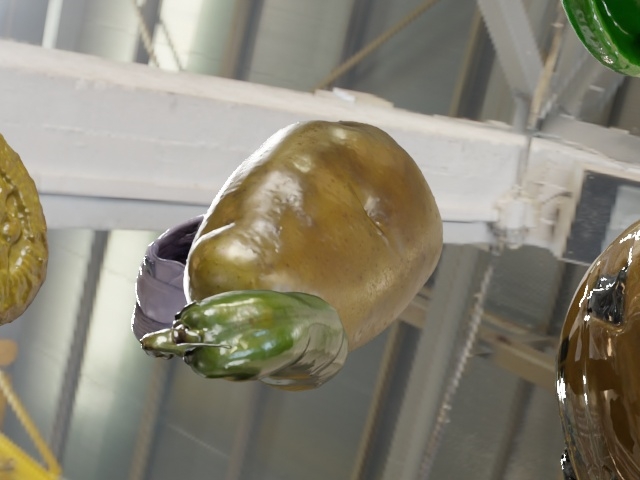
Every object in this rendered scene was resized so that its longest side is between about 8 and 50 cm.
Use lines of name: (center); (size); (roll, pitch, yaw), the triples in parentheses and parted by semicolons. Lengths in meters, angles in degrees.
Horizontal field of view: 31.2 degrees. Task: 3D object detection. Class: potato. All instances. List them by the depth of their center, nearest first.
potato: (0.000, 0.000, 1.054); (0.176, 0.369, 0.196); (14, -64, 21)

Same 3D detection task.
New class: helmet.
helmet: (0.196, 0.070, 0.536); (0.198, 0.130, 0.224); (-14, -121, 27)

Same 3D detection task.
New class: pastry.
pastry: (-0.384, -0.011, 1.175); (0.132, 0.235, 0.240); (-21, -84, 18)

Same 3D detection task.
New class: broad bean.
broad bean: (-0.020, 0.050, 0.572); (0.065, 0.254, 0.046); (-23, -101, 6)

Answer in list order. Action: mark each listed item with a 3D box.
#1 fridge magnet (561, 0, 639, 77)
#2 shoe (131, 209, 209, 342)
fridge magnet: (0.207, -0.204, 0.700); (0.088, 0.208, 0.208); (9, -85, 40)
shoe: (-0.101, 0.007, 1.218); (0.095, 0.245, 0.138); (39, -32, 21)
